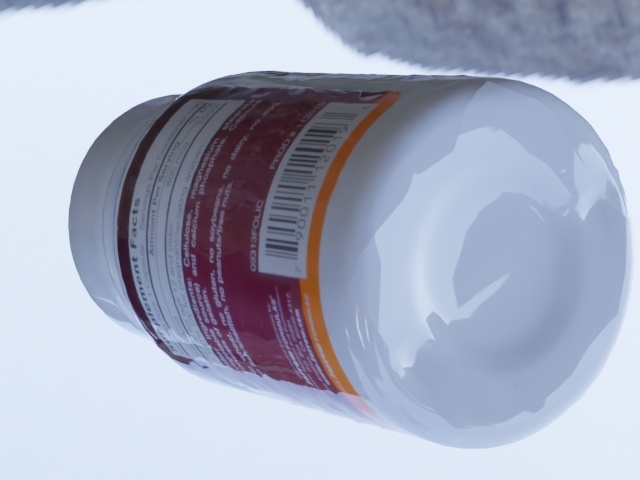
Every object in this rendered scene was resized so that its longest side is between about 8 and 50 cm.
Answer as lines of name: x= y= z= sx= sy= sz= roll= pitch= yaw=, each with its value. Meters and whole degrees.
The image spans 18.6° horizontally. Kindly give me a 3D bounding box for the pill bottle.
pill bottle: x=0.000 y=0.000 z=1.301 sx=0.224 sy=0.224 sz=0.392 roll=-37 pitch=-157 yaw=-25
